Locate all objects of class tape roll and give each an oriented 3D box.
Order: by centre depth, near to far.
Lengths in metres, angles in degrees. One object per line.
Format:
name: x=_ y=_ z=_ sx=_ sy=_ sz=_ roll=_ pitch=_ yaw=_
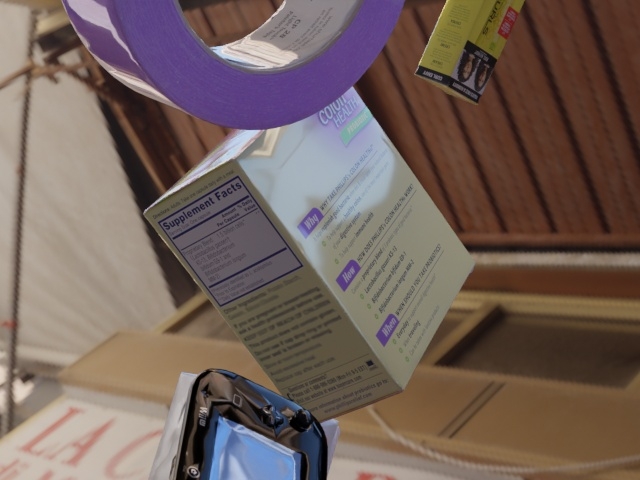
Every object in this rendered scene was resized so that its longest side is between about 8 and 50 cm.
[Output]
tape roll: x=-0.057 y=-0.225 z=0.869 sx=0.090 sy=0.275 sz=0.275 roll=27 pitch=-42 yaw=46

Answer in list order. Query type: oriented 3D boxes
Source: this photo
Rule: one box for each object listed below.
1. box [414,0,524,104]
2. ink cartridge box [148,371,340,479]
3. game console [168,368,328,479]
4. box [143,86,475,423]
box: x=0.202 y=-0.291 z=1.435 sx=0.058 sy=0.087 sz=0.232 roll=27 pitch=-85 yaw=37
ink cartridge box: x=-0.053 y=0.197 z=1.069 sx=0.181 sy=0.104 sz=0.061 roll=23 pitch=-13 yaw=-28
game console: x=-0.058 y=0.201 z=0.636 sx=0.213 sy=0.361 sz=0.044 roll=37 pitch=-61 yaw=-22
box: x=0.000 y=0.000 z=1.047 sx=0.117 sy=0.213 sz=0.243 roll=-26 pitch=-74 yaw=36
